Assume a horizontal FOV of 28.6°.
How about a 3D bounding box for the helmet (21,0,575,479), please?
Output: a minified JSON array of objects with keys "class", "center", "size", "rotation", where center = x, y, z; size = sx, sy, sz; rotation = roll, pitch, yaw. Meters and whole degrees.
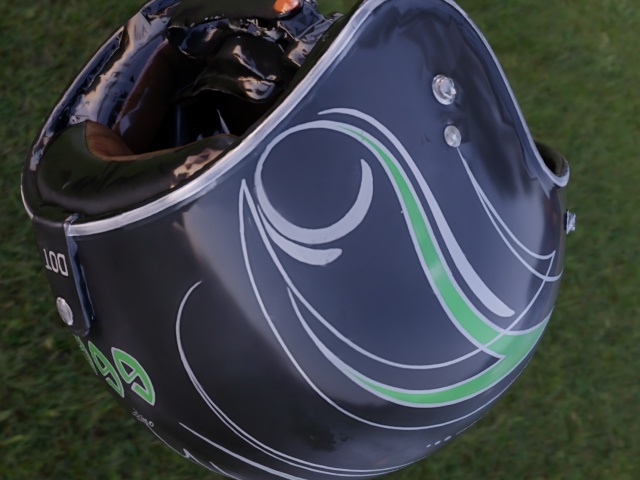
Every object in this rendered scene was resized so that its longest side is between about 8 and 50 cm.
[{"class":"helmet","center":[0.000,0.000,0.419],"size":[0.161,0.169,0.169],"rotation":[53,46,-34]}]
